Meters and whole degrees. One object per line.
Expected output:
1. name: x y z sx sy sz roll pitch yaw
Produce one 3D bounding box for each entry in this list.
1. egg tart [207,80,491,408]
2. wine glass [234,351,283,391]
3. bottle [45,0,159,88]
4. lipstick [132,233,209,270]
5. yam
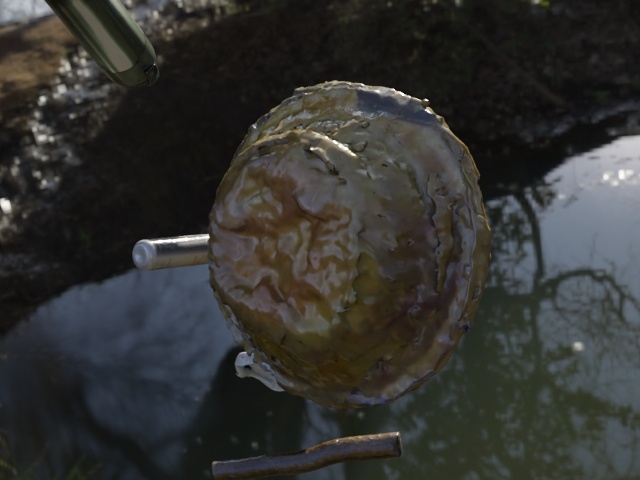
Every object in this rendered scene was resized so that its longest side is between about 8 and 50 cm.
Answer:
1. egg tart: 0.000 0.000 1.048 0.352 0.351 0.150 12 7 38
2. wine glass: -0.052 0.169 1.874 0.165 0.165 0.196 6 67 29
3. bottle: -0.289 -0.287 1.408 0.096 0.253 0.079 32 79 23
4. lipstick: -0.174 0.014 1.320 0.040 0.040 0.141 12 11 38
5. yam: -0.026 0.364 1.751 0.327 0.045 0.045 -11 23 12
